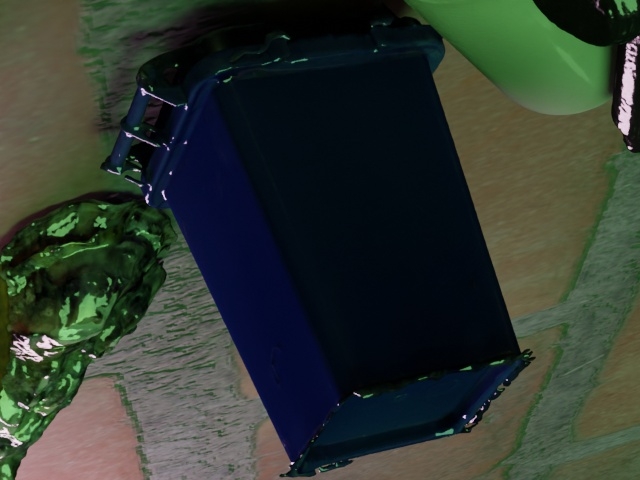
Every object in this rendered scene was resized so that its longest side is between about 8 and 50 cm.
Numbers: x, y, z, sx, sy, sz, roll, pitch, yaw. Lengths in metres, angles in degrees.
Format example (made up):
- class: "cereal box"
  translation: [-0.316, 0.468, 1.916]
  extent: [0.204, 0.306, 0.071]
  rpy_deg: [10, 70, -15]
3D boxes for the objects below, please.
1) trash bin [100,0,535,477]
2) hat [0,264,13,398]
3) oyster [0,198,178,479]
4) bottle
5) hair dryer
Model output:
- class: "trash bin"
  translation: [0.000, 0.000, 1.047]
  extent: [0.184, 0.234, 0.162]
  rpy_deg: [-10, 155, -25]
- class: "hat"
  translation: [-0.340, 0.071, 1.076]
  extent: [0.233, 0.244, 0.233]
  rpy_deg: [-4, 144, 48]
- class: "oyster"
  translation: [-0.191, 0.063, 1.251]
  extent: [0.252, 0.087, 0.199]
  rpy_deg: [-37, 155, 7]
- class: "bottle"
  translation: [0.115, -0.135, 1.017]
  extent: [0.104, 0.104, 0.245]
  rpy_deg: [-28, 156, 16]
- class: "hair dryer"
  translation: [0.156, -0.106, 0.953]
  extent: [0.114, 0.070, 0.248]
  rpy_deg: [-43, 158, -18]
